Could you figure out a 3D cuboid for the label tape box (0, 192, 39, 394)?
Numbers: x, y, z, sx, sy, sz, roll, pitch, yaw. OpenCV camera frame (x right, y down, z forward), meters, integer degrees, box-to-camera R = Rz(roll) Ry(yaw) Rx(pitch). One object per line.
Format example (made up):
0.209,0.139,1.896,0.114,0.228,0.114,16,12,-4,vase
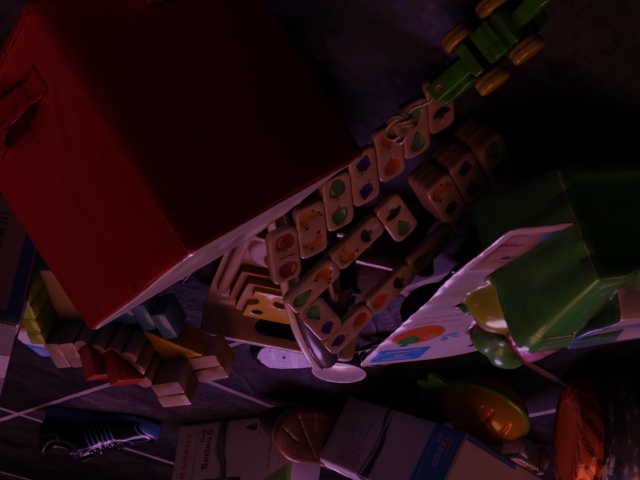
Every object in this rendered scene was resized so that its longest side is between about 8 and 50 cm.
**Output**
-0.353,0.025,0.946,0.106,0.240,0.333,13,151,-17,label tape box

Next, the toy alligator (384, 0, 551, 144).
0.125,-0.144,0.733,0.190,0.056,0.051,-42,171,38,toy alligator

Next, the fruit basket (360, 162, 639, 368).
0.247,0.061,0.905,0.327,0.165,0.353,-4,150,-22,fruit basket

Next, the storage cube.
-0.120,-0.078,0.692,0.184,0.215,0.193,-33,89,49,storage cube

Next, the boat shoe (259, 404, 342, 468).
0.043,0.361,1.633,0.342,0.123,0.123,18,175,-31,boat shoe

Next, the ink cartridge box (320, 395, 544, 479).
0.181,0.376,1.465,0.223,0.129,0.307,34,164,-29,ink cartridge box

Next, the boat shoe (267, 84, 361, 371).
0.000,0.000,0.894,0.096,0.112,0.335,-12,126,4,boat shoe

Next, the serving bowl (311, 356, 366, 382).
0.029,0.192,1.394,0.083,0.027,0.083,5,151,3,serving bowl

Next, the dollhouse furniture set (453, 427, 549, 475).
0.325,0.421,1.615,0.101,0.160,0.182,-16,145,34,dollhouse furniture set

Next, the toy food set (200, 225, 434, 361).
-0.017,0.071,1.117,0.220,0.092,0.306,12,150,-12,toy food set

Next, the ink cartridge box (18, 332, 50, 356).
-0.339,0.119,1.293,0.181,0.061,0.104,-2,150,16,ink cartridge box

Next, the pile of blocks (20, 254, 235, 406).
-0.287,0.110,1.143,0.362,0.112,0.149,19,128,-2,pile of blocks

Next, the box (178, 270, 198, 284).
-0.209,-0.022,1.034,0.184,0.045,0.191,15,149,-21,box

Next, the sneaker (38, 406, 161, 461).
-0.431,0.387,1.764,0.232,0.090,0.081,6,151,0,sneaker

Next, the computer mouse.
0.017,0.154,1.328,0.242,0.041,0.071,0,134,0,computer mouse

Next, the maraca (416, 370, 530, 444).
0.237,0.257,1.407,0.186,0.099,0.127,14,138,28,maraca

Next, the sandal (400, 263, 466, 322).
0.155,0.063,1.069,0.219,0.060,0.090,0,135,-50,sandal

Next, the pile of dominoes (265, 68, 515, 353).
0.071,-0.013,0.838,0.251,0.040,0.196,-44,139,-4,pile of dominoes

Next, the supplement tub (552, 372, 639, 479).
0.527,0.305,1.324,0.338,0.207,0.207,5,151,1,supplement tub

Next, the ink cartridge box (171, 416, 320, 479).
-0.145,0.448,1.710,0.273,0.198,0.115,-13,146,29,ink cartridge box
